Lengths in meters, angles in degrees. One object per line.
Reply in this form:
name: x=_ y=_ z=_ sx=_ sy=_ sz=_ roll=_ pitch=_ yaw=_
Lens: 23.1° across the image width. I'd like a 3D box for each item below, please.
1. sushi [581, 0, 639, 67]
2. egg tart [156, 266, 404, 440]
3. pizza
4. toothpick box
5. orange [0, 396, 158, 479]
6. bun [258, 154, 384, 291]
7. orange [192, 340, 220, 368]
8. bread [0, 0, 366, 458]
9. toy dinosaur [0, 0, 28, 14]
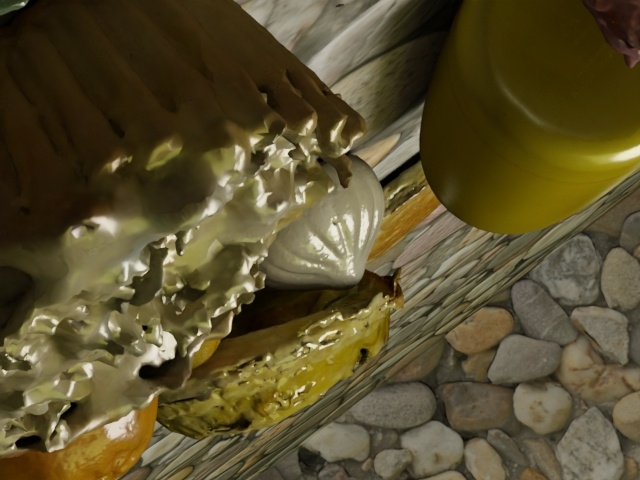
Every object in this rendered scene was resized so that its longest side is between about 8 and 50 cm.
sushi: x=0.246 y=-0.224 z=0.934 sx=0.270 sy=0.171 sz=0.236 roll=-38 pitch=170 yaw=29
egg tart: x=-0.050 y=0.101 z=1.352 sx=0.279 sy=0.095 sz=0.279 roll=-20 pitch=-173 yaw=2
pizza: x=0.090 y=-0.045 z=1.526 sx=0.262 sy=0.034 sz=0.181 roll=-41 pitch=169 yaw=24
toothpick box: x=0.164 y=-0.100 z=1.183 sx=0.175 sy=0.175 sz=0.271 roll=-34 pitch=171 yaw=-14
orange: x=-0.181 y=0.110 z=1.070 sx=0.159 sy=0.136 sz=0.159 roll=-38 pitch=167 yaw=-10
bun: x=0.000 y=0.000 z=1.292 sx=0.138 sy=0.094 sz=0.138 roll=-32 pitch=167 yaw=-8
orange: x=-0.116 y=0.060 z=1.204 sx=0.085 sy=0.085 sz=0.095 roll=-30 pitch=156 yaw=-33
bread: x=-0.110 y=-0.010 z=0.770 sx=0.274 sy=0.149 sz=0.274 roll=-33 pitch=162 yaw=-12
toy dinosaur: x=-0.264 y=0.015 z=0.544 sx=0.393 sy=0.092 sz=0.205 roll=-41 pitch=169 yaw=12
